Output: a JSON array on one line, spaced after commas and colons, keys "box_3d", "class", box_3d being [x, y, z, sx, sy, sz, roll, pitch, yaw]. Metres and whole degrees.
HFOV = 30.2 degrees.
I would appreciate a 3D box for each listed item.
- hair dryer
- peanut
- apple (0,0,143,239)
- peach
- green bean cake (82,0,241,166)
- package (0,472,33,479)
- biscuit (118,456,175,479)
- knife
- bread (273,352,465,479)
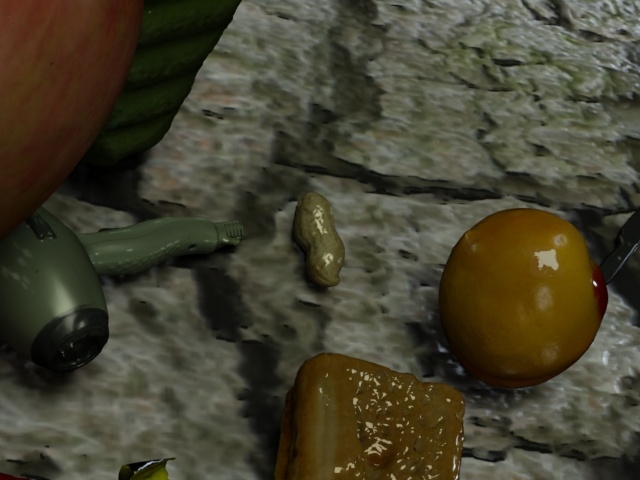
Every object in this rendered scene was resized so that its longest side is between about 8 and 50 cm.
[{"box_3d": [-0.193, -0.023, 0.854, 0.219, 0.088, 0.225, 37, 37, 11], "class": "hair dryer"}, {"box_3d": [0.000, 0.000, 0.932, 0.037, 0.037, 0.083, -2, 55, -24], "class": "peanut"}, {"box_3d": [-0.285, -0.134, 0.639, 0.364, 0.364, 0.364, 11, 53, -15], "class": "apple"}, {"box_3d": [0.150, 0.046, 0.898, 0.138, 0.138, 0.138, 11, 53, -15], "class": "peach"}, {"box_3d": [-0.166, -0.194, 0.871, 0.125, 0.248, 0.222, -23, 61, -36], "class": "green bean cake"}, {"box_3d": [-0.226, 0.268, 0.571, 0.196, 0.123, 0.423, 17, 46, 1], "class": "package"}, {"box_3d": [-0.063, 0.261, 0.648, 0.048, 0.026, 0.292, -8, 82, -63], "class": "biscuit"}, {"box_3d": [0.285, -0.009, 1.076, 0.023, 0.010, 0.170, 44, 49, 4], "class": "knife"}, {"box_3d": [0.020, 0.202, 0.768, 0.139, 0.077, 0.271, 14, 50, -8], "class": "bread"}]
